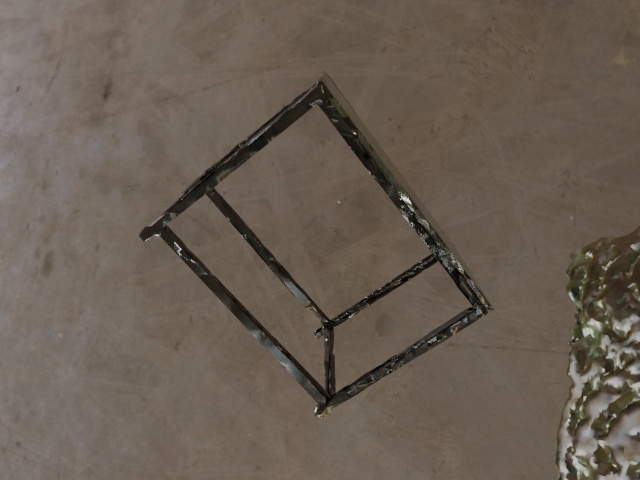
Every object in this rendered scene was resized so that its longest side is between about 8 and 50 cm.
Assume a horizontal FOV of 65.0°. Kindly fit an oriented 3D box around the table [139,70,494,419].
[{"bbox_3d":[0.000,0.000,0.677,0.272,0.335,0.222,-36,16,13],"label":"table"}]

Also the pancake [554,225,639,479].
[{"bbox_3d":[0.247,0.123,0.300,0.426,0.067,0.305,-67,12,-18],"label":"pancake"}]
